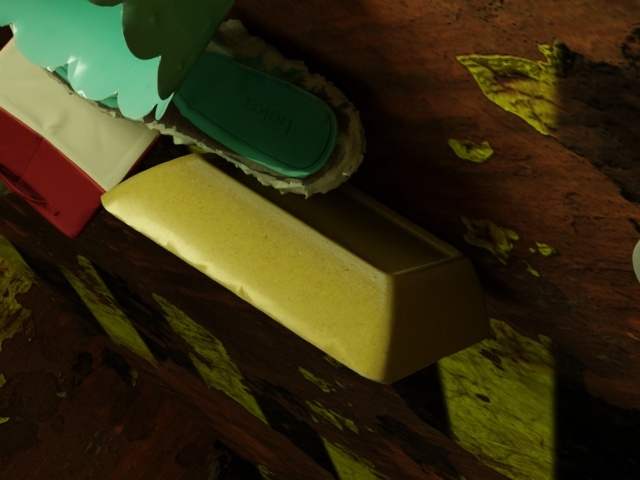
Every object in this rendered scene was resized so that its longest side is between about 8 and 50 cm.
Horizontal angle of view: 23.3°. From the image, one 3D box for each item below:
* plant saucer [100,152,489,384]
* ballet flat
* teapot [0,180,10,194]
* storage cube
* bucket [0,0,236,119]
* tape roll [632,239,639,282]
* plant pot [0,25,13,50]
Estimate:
[{"bbox_3d":[0.000,0.000,1.542,0.333,0.081,0.333,32,-163,18],"label":"plant saucer"},{"bbox_3d":[-0.129,-0.160,1.492,0.409,0.147,0.147,33,164,15],"label":"ballet flat"},{"bbox_3d":[-0.520,-0.180,2.214,0.252,0.187,0.256,14,132,12],"label":"teapot"},{"bbox_3d":[-0.259,-0.147,1.663,0.184,0.215,0.193,40,158,-6],"label":"storage cube"},{"bbox_3d":[-0.177,-0.250,1.217,0.281,0.183,0.281,35,164,11],"label":"bucket"},{"bbox_3d":[0.338,0.038,1.123,0.219,0.072,0.219,34,165,10],"label":"tape roll"},{"bbox_3d":[-0.448,-0.235,1.784,0.284,0.284,0.191,37,138,-1],"label":"plant pot"}]
